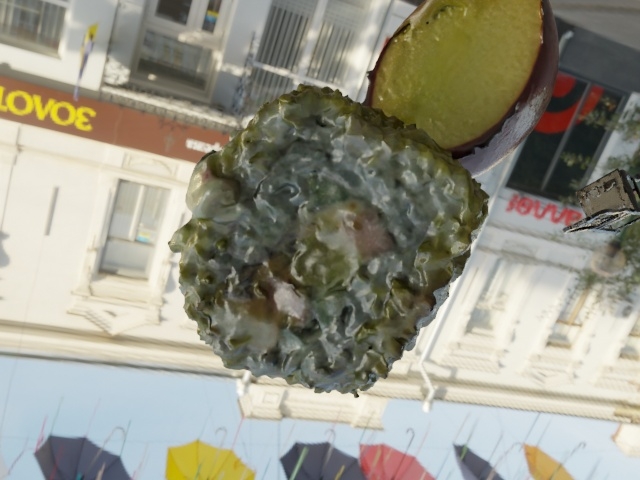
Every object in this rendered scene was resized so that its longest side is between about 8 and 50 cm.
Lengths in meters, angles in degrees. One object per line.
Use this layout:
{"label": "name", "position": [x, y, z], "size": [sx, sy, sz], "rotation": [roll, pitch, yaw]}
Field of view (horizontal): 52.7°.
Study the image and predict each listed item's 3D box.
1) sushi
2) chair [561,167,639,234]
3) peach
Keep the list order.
{"label": "sushi", "position": [0.000, 0.000, 0.864], "size": [0.351, 0.397, 0.240], "rotation": [32, -163, 5]}
{"label": "chair", "position": [0.574, -0.077, 1.318], "size": [0.229, 0.106, 0.113], "rotation": [4, -118, -38]}
{"label": "peach", "position": [0.240, -0.261, 1.031], "size": [0.257, 0.362, 0.201], "rotation": [36, -165, 25]}
